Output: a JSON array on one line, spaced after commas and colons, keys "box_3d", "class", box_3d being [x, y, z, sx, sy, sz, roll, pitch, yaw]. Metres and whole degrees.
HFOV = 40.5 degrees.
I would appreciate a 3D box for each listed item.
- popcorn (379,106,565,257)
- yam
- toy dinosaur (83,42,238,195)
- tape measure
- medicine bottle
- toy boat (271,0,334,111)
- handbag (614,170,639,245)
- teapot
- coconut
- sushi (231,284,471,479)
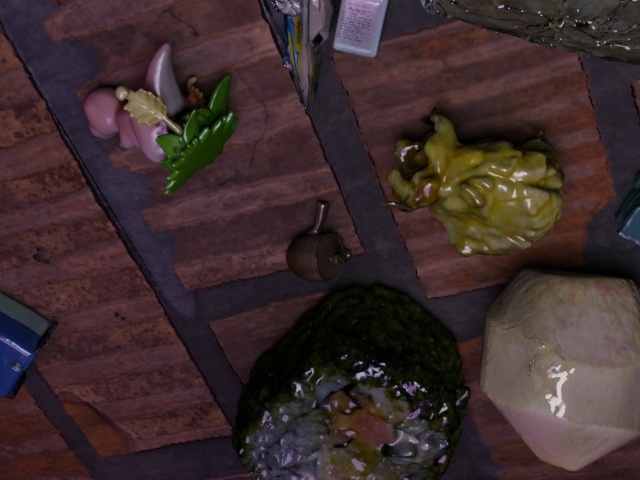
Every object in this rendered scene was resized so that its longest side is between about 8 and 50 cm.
[{"box_3d": [0.186, -0.066, 1.021, 0.195, 0.174, 0.168, 32, 167, -18], "class": "popcorn"}, {"box_3d": [0.274, -0.284, 0.812, 0.348, 0.241, 0.241, 10, 126, 6], "class": "yam"}, {"box_3d": [-0.200, -0.164, 1.069, 0.177, 0.152, 0.194, 40, 149, 5], "class": "toy dinosaur"}, {"box_3d": [-0.604, 0.117, 1.346, 0.351, 0.098, 0.215, 34, 123, -11], "class": "tape measure"}, {"box_3d": [0.051, -0.271, 0.957, 0.055, 0.074, 0.118, 14, 126, 2], "class": "medicine bottle"}, {"box_3d": [-0.017, -0.235, 1.002, 0.066, 0.084, 0.210, 9, 136, 10], "class": "toy boat"}, {"box_3d": [0.523, -0.054, 1.003, 0.274, 0.100, 0.269, 23, 126, -6], "class": "handbag"}, {"box_3d": [0.000, 0.000, 1.179, 0.080, 0.085, 0.110, 2, 98, 36], "class": "teapot"}, {"box_3d": [0.317, 0.161, 1.093, 0.259, 0.259, 0.259, 5, 125, 7], "class": "coconut"}, {"box_3d": [0.051, 0.250, 1.260, 0.294, 0.178, 0.352, 33, 125, -14], "class": "sushi"}]
